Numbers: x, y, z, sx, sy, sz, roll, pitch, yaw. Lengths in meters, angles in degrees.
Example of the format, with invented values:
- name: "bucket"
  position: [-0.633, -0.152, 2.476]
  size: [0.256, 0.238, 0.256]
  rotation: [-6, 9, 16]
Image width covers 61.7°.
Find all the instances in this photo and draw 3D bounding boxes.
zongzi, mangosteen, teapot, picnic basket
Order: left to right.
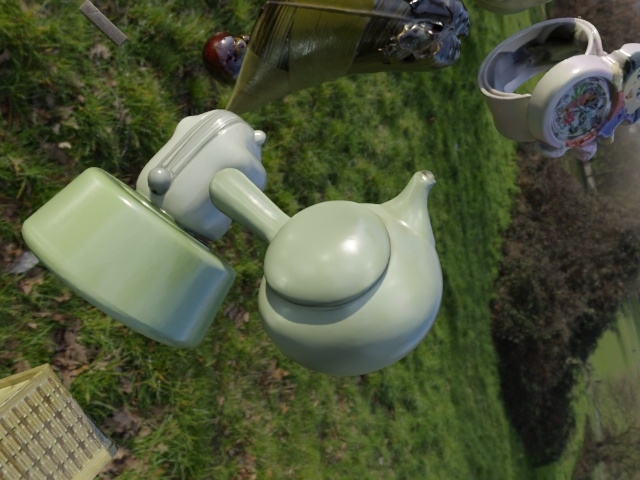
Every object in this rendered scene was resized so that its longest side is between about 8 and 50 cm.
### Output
- name: "picnic basket"
  position: [-0.457, 0.338, 0.684]
  size: [0.175, 0.228, 0.313]
  rotation: [58, 37, -15]
- name: "mangosteen"
  position: [-0.202, -0.427, 1.240]
  size: [0.140, 0.140, 0.140]
  rotation: [28, 55, -48]
- name: "teapot"
  position: [-0.020, 0.028, 0.614]
  size: [0.220, 0.318, 0.149]
  rotation: [-64, 143, -34]
- name: "zongzi"
  position: [0.021, -0.252, 0.781]
  size: [0.289, 0.317, 0.154]
  rotation: [38, 22, 22]

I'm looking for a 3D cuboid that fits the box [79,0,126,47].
- name: "box"
  position: [-0.378, -0.376, 0.935]
  size: [0.024, 0.053, 0.083]
  rotation: [-47, 116, -4]

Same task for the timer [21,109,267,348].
- name: "timer"
  position: [-0.203, -0.051, 0.781]
  size: [0.315, 0.291, 0.291]
  rotation: [-52, 129, -7]

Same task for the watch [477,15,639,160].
- name: "watch"
  position: [0.417, -0.269, 0.927]
  size: [0.196, 0.244, 0.231]
  rotation: [48, 9, -38]

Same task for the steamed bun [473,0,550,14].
- name: "steamed bun"
  position: [0.322, -0.544, 0.928]
  size: [0.275, 0.206, 0.320]
  rotation: [-100, 173, -47]
